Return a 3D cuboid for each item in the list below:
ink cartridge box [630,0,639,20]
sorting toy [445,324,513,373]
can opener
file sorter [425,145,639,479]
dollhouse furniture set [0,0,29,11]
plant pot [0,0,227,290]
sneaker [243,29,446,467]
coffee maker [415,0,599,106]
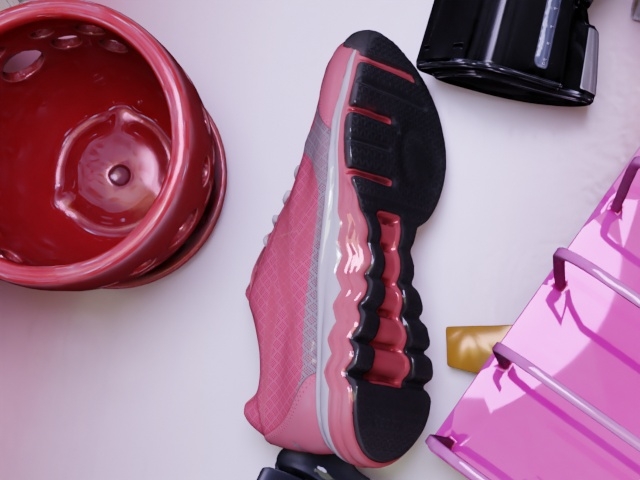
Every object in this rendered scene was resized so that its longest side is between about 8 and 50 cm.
[{"bbox_3d":[0.352,-0.268,0.866,0.211,0.121,0.289,18,89,9],"label":"ink cartridge box"},{"bbox_3d":[0.244,0.130,0.892,0.307,0.041,0.229,-2,85,8],"label":"sorting toy"},{"bbox_3d":[0.045,0.197,0.906,0.186,0.059,0.073,24,73,11],"label":"can opener"},{"bbox_3d":[0.226,0.070,0.794,0.202,0.182,0.290,35,88,13],"label":"file sorter"},{"bbox_3d":[-0.330,-0.257,0.962,0.286,0.303,0.198,-38,120,-16],"label":"dollhouse furniture set"},{"bbox_3d":[-0.162,-0.058,0.899,0.191,0.174,0.191,-1,86,9],"label":"plant pot"},{"bbox_3d":[0.000,0.000,0.905,0.136,0.116,0.313,-6,72,37],"label":"sneaker"},{"bbox_3d":[0.127,-0.193,0.888,0.171,0.120,0.178,14,89,-1],"label":"coffee maker"}]
